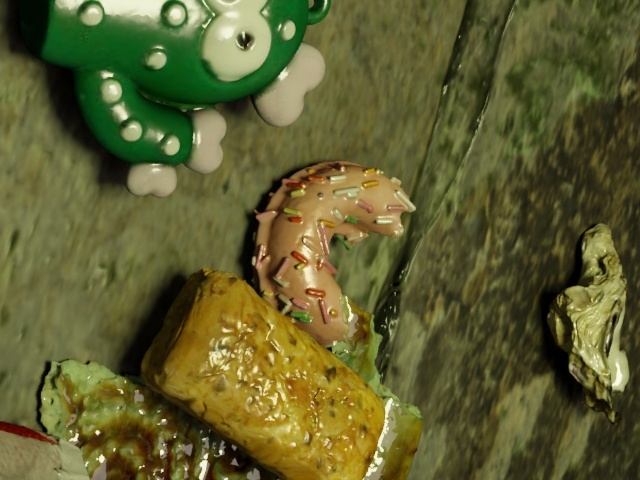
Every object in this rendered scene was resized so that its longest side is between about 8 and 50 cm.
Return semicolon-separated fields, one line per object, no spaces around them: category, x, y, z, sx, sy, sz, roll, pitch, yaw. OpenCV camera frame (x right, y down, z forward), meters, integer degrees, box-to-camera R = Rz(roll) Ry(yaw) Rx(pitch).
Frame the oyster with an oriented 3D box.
oyster;0.271;0.079;1.449;0.163;0.081;0.191;51;48;-61

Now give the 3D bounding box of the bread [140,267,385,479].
bread;-0.038;0.117;1.131;0.211;0.083;0.114;40;63;-31

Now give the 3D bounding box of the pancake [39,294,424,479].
pancake;-0.068;0.217;1.184;0.426;0.067;0.305;-10;104;-37

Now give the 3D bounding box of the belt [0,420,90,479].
belt;-0.236;0.221;1.000;0.124;0.128;0.201;24;82;-41

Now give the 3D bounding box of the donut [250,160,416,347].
donut;0.000;0.000;1.183;0.117;0.065;0.166;29;71;-28

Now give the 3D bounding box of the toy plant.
toy plant;-0.094;-0.168;1.048;0.243;0.112;0.233;-33;117;-24
